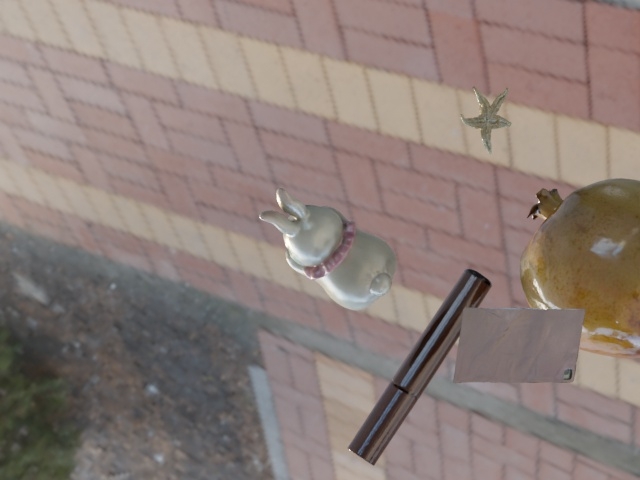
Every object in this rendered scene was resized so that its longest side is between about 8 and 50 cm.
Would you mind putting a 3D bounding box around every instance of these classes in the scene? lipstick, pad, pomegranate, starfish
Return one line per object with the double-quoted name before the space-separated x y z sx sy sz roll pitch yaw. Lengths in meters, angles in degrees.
"lipstick" 0.163 0.203 1.955 0.057 0.357 0.057 34 172 5
"pad" 0.279 0.147 1.685 0.187 0.113 0.006 1 -163 -17
"pomegranate" 0.458 0.037 1.903 0.319 0.319 0.319 24 149 16
"starfish" 0.203 -0.146 1.481 0.016 0.092 0.086 22 112 48

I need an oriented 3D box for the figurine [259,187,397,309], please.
"figurine" 0.000 0.000 1.887 0.235 0.127 0.155 38 -171 -17
